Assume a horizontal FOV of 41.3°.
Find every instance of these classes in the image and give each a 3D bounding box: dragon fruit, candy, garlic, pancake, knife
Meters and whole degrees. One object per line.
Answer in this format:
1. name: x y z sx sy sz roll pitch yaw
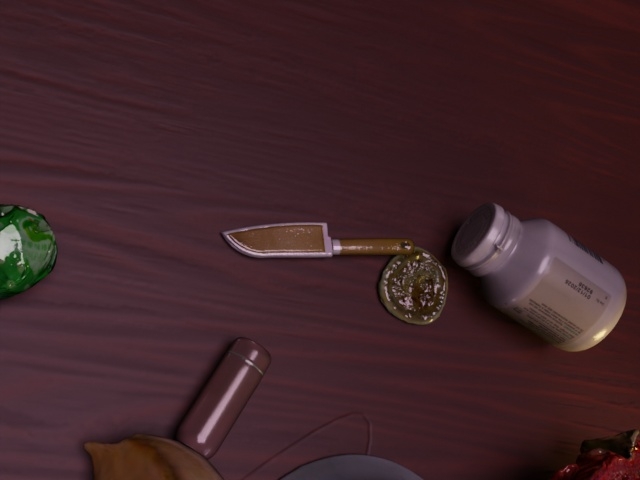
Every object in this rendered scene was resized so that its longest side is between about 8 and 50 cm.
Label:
1. dragon fruit: 0.366 0.365 1.098 0.317 0.152 0.205 46 55 -22
2. candy: -0.357 0.117 0.869 0.097 0.097 0.324 19 80 -19
3. garlic: -0.175 0.376 0.875 0.196 0.151 0.339 7 80 11
4. pancake: 0.124 0.058 1.117 0.108 0.017 0.108 4 81 -26
5. knife: 0.000 0.000 1.071 0.256 0.022 0.046 0 76 -20

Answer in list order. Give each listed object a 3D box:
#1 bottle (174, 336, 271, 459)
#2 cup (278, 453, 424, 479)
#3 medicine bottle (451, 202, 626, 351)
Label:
1. bottle: -0.110 0.179 0.969 0.053 0.053 0.140 37 68 -13
2. cup: 0.067 0.419 0.940 0.347 0.163 0.347 5 77 -24
3. medicine bottle: 0.284 0.043 1.125 0.215 0.135 0.135 32 69 -14
